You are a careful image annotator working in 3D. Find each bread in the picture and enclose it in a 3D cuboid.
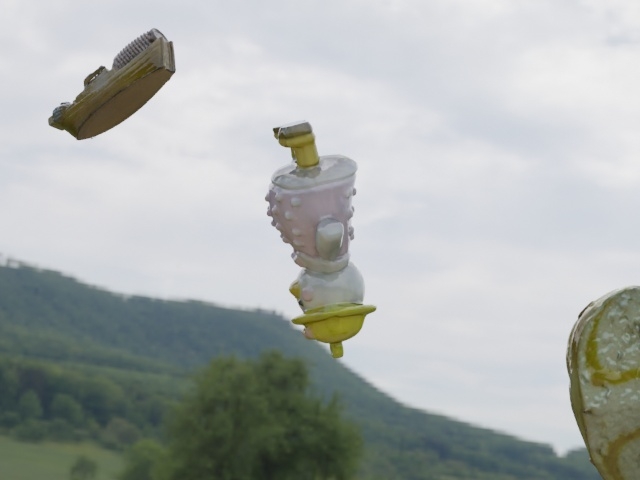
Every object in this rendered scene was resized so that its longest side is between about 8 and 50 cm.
[{"bbox_3d":[0.213,0.100,0.900,0.083,0.157,0.094,-11,26,4],"label":"bread"}]

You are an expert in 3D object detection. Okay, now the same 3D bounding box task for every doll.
[{"bbox_3d":[0.000,0.000,1.077,0.081,0.207,0.129,-12,13,-9],"label":"doll"}]

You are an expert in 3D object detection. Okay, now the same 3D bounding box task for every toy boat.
[{"bbox_3d":[-0.192,-0.140,1.191,0.149,0.049,0.047,-33,-26,24],"label":"toy boat"}]
